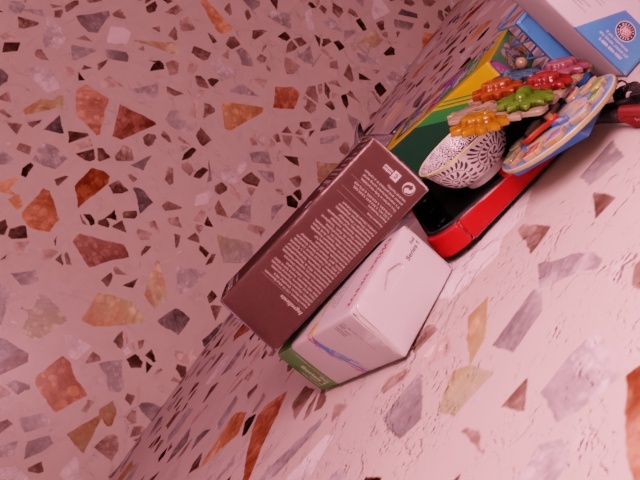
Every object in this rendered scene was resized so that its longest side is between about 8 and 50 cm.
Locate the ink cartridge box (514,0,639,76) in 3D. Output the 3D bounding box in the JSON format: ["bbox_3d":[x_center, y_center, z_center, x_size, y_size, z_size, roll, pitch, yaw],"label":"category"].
[{"bbox_3d":[0.495,-0.453,1.182,0.307,0.223,0.129,-49,9,7],"label":"ink cartridge box"}]

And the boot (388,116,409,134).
[{"bbox_3d":[0.285,-0.332,2.059,0.219,0.106,0.082,-53,10,-14],"label":"boot"}]

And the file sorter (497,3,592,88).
[{"bbox_3d":[0.425,-0.372,1.329,0.118,0.170,0.104,-51,15,-3],"label":"file sorter"}]

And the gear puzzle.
[{"bbox_3d":[0.290,-0.230,1.152,0.176,0.044,0.339,0,27,40],"label":"gear puzzle"}]

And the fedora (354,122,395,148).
[{"bbox_3d":[0.175,-0.181,1.790,0.124,0.243,0.275,-16,18,17],"label":"fedora"}]

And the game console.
[{"bbox_3d":[0.313,-0.134,1.360,0.342,0.060,0.386,-43,11,10],"label":"game console"}]

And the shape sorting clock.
[{"bbox_3d":[0.351,-0.175,1.095,0.206,0.040,0.206,-46,10,10],"label":"shape sorting clock"}]

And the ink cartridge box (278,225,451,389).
[{"bbox_3d":[0.072,0.123,1.263,0.201,0.117,0.278,-55,10,-34],"label":"ink cartridge box"}]

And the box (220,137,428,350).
[{"bbox_3d":[0.000,0.000,1.313,0.381,0.143,0.191,-48,7,0],"label":"box"}]

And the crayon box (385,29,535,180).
[{"bbox_3d":[0.302,-0.288,1.598,0.313,0.106,0.363,-40,7,32],"label":"crayon box"}]

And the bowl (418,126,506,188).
[{"bbox_3d":[0.254,-0.140,1.229,0.170,0.080,0.170,-44,10,10],"label":"bowl"}]

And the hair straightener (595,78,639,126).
[{"bbox_3d":[0.442,-0.194,1.019,0.089,0.047,0.230,-50,5,0],"label":"hair straightener"}]
